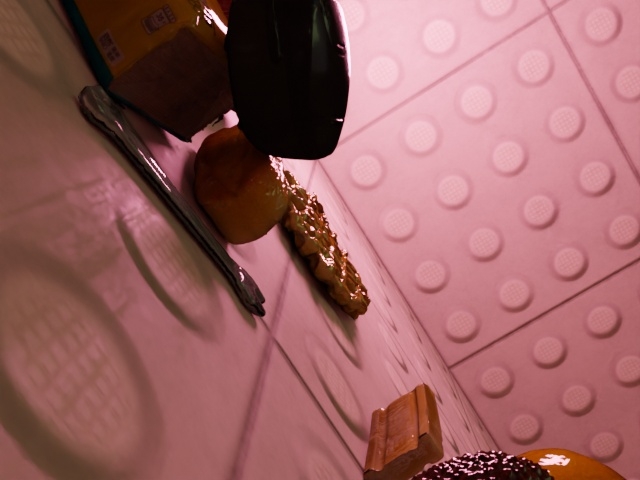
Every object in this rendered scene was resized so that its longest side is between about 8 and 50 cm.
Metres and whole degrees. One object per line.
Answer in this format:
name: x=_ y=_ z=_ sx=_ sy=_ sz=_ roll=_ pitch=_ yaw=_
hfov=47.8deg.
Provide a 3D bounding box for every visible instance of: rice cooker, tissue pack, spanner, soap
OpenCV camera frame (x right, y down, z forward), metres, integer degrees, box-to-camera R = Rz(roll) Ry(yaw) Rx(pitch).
rice cooker: x=-0.032 y=-0.186 z=0.772 sx=0.142 sy=0.118 sz=0.203 roll=-15 pitch=102 yaw=-69
tissue pack: x=-0.199 y=-0.274 z=0.824 sx=0.271 sy=0.134 sz=0.192 roll=60 pitch=8 yaw=17
spanner: x=-0.136 y=-0.032 z=0.719 sx=0.302 sy=0.017 sz=0.071 roll=55 pitch=8 yaw=-30
soap: x=0.106 y=0.244 z=0.920 sx=0.037 sy=0.092 sz=0.252 roll=57 pitch=7 yaw=2

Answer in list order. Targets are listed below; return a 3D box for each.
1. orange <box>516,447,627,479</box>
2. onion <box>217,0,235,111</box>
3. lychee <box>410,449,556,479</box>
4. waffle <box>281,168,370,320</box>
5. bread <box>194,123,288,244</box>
orange: x=0.306 y=0.412 z=0.946 sx=0.235 sy=0.279 sz=0.279 roll=25 pitch=-18 yaw=42
onion: x=-0.115 y=-0.361 z=1.312 sx=0.276 sy=0.276 sz=0.276 roll=57 pitch=7 yaw=-11
lychee: x=0.141 y=0.289 z=0.654 sx=0.194 sy=0.194 sz=0.194 roll=57 pitch=7 yaw=-11
waffle: x=-0.003 y=0.002 z=1.321 sx=0.312 sy=0.060 sz=0.307 roll=64 pitch=8 yaw=24
bread: x=-0.095 y=-0.084 z=0.884 sx=0.094 sy=0.102 sz=0.245 roll=58 pitch=8 yaw=-24
